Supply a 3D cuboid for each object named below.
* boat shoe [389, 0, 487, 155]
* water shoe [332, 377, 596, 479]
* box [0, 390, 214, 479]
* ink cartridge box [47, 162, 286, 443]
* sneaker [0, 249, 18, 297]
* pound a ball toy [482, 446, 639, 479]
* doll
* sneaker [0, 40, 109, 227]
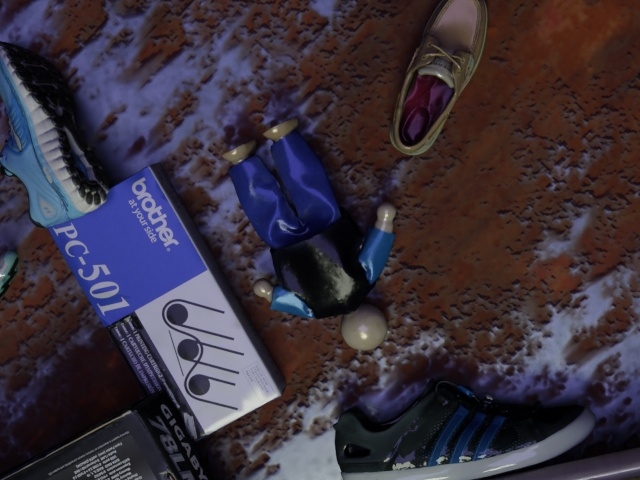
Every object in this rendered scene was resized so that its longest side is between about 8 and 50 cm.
[{"bbox_3d":[0.091,-0.127,1.114,0.050,0.045,0.135,20,99,3],"label":"boat shoe"},{"bbox_3d":[0.109,0.143,1.135,0.203,0.073,0.080,-15,88,5],"label":"water shoe"},{"bbox_3d":[-0.181,0.312,1.148,0.295,0.073,0.293,-30,92,15],"label":"box"},{"bbox_3d":[-0.120,0.052,1.157,0.097,0.046,0.207,-29,93,7],"label":"ink cartridge box"},{"bbox_3d":[-0.291,0.035,1.175,0.069,0.038,0.098,35,99,-1],"label":"sneaker"},{"bbox_3d":[0.238,0.255,1.107,0.319,0.136,0.208,-15,118,16],"label":"pound a ball toy"},{"bbox_3d":[0.000,0.000,1.139,0.129,0.046,0.189,-27,94,9],"label":"doll"},{"bbox_3d":[-0.228,-0.082,1.129,0.073,0.063,0.162,-33,69,21],"label":"sneaker"}]
